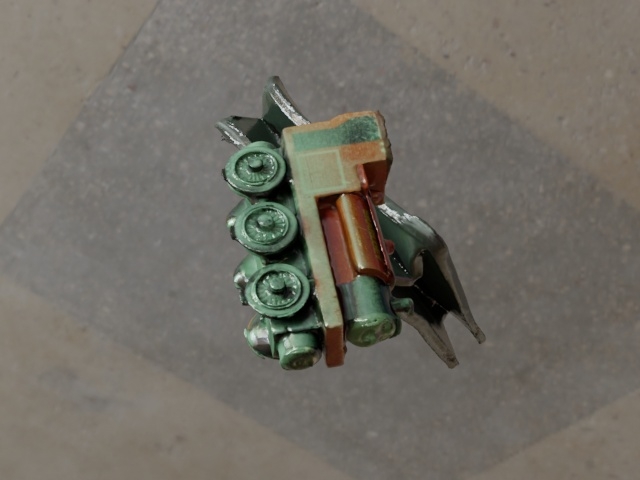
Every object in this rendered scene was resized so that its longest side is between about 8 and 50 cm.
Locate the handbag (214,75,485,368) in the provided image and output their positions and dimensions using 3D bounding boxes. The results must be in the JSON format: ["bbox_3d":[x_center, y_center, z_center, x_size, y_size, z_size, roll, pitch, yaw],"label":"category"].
[{"bbox_3d":[0.038,-0.012,1.028,0.079,0.247,0.260,-43,149,1],"label":"handbag"}]

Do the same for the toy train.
[{"bbox_3d":[0.000,0.000,0.716,0.118,0.176,0.074,-10,144,-5],"label":"toy train"}]
